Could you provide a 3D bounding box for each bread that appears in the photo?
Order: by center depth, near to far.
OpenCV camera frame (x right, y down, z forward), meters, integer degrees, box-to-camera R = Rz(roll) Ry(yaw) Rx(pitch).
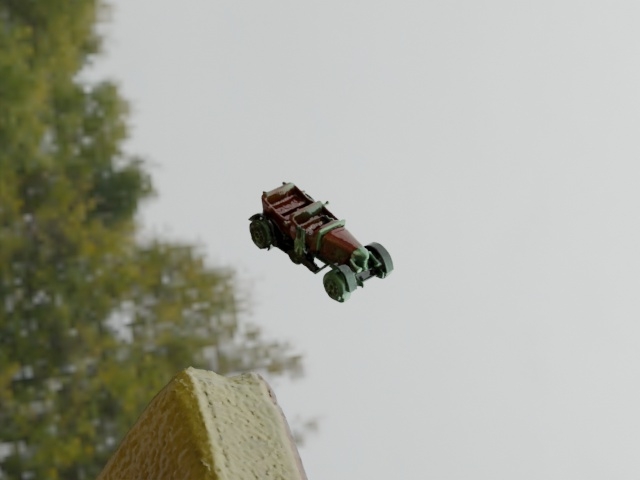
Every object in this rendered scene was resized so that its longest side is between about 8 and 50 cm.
[{"bbox_3d":[-0.137,0.343,1.762,0.323,0.143,0.333,-54,-145,27],"label":"bread"}]

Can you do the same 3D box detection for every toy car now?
[{"bbox_3d":[0.000,0.000,1.629,0.143,0.073,0.054,35,-45,35],"label":"toy car"}]
